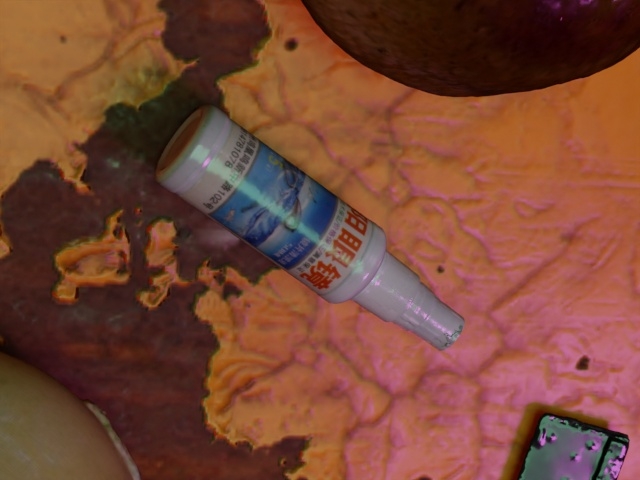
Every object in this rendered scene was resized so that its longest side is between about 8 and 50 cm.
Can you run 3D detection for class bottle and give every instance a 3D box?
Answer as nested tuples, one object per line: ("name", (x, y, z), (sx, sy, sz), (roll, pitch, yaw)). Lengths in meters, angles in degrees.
("bottle", (0.000, 0.000, 0.863), (0.217, 0.060, 0.060), (36, 92, -21))

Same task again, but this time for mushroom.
("mushroom", (0.097, -0.206, 0.768), (0.263, 0.195, 0.283), (-43, 109, 4))

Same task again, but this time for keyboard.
("keyboard", (0.144, 0.231, 0.973), (0.072, 0.023, 0.231), (17, 98, -11))

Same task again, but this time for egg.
("egg", (-0.184, 0.152, 0.798), (0.164, 0.164, 0.201), (-32, 104, -6))
